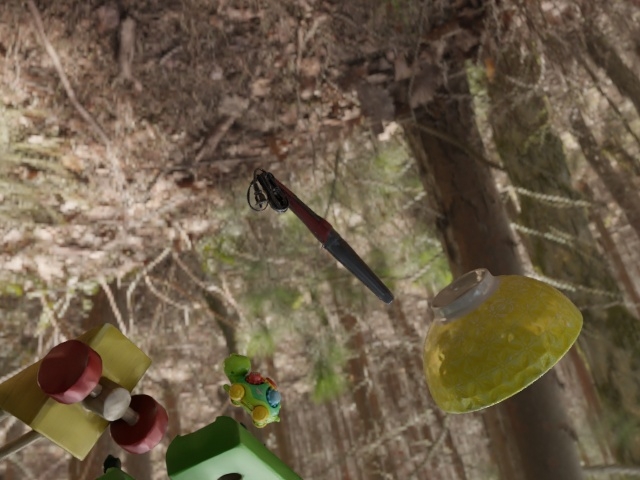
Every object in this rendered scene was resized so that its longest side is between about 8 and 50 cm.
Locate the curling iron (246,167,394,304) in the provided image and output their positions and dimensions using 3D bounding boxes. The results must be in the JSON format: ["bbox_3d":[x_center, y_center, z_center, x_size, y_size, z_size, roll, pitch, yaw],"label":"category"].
[{"bbox_3d":[0.000,0.000,1.279,0.274,0.068,0.035,42,138,-11],"label":"curling iron"}]

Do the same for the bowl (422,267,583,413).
[{"bbox_3d":[0.276,0.142,1.519,0.289,0.289,0.156,-32,99,27],"label":"bowl"}]

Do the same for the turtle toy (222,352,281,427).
[{"bbox_3d":[-0.108,0.234,1.403,0.066,0.130,0.095,-45,171,-15],"label":"turtle toy"}]

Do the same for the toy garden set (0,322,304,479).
[{"bbox_3d":[-0.150,0.139,0.480,0.244,0.049,0.204,-26,138,9],"label":"toy garden set"}]
